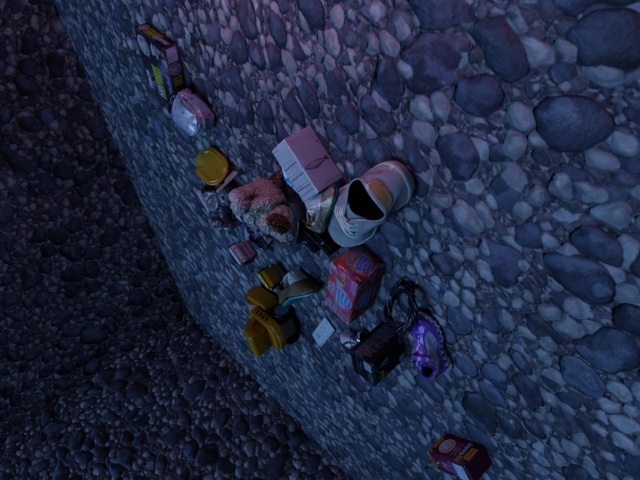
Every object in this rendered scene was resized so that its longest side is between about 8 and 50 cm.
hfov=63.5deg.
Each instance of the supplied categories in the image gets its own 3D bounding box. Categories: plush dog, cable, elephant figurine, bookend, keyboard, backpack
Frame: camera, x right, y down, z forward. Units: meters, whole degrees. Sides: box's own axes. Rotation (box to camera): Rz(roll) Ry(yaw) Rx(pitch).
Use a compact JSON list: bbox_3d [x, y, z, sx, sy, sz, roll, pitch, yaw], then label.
[{"bbox_3d":[-0.158,-0.094,1.740,0.225,0.210,0.262,54,179,14],"label":"plush dog"},{"bbox_3d":[0.242,0.209,1.543,0.185,0.047,0.151,118,143,-46],"label":"cable"},{"bbox_3d":[-0.389,-0.171,2.119,0.185,0.170,0.240,9,134,4],"label":"elephant figurine"},{"bbox_3d":[0.000,0.000,1.736,0.156,0.072,0.157,45,152,19],"label":"bookend"},{"bbox_3d":[0.011,0.398,2.236,0.072,0.014,0.256,49,152,12],"label":"keyboard"},{"bbox_3d":[-0.484,-0.476,1.939,0.182,0.115,0.152,43,144,9],"label":"backpack"}]

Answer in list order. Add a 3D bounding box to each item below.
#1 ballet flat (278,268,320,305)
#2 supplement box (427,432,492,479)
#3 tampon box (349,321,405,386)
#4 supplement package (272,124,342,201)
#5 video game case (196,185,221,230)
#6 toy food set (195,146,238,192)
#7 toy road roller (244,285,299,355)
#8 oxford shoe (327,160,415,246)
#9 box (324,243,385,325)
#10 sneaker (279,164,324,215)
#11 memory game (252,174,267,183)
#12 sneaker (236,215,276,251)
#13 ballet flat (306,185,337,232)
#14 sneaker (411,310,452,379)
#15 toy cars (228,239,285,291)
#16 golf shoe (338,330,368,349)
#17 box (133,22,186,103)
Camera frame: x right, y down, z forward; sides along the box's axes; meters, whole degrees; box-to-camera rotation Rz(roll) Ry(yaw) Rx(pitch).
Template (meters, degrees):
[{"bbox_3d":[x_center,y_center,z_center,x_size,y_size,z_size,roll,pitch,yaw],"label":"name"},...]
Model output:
[{"bbox_3d":[-0.102,0.185,2.103,0.342,0.116,0.124,144,111,-67],"label":"ballet flat"},{"bbox_3d":[0.472,0.741,1.765,0.081,0.104,0.188,61,152,-10],"label":"supplement box"},{"bbox_3d":[0.196,0.383,1.748,0.101,0.161,0.121,28,144,42],"label":"tampon box"},{"bbox_3d":[-0.039,-0.223,1.510,0.179,0.105,0.105,57,151,-4],"label":"supplement package"},{"bbox_3d":[-0.492,-0.149,2.333,0.194,0.023,0.212,62,179,-13],"label":"video game case"},{"bbox_3d":[-0.411,-0.277,2.066,0.218,0.128,0.071,44,-172,26],"label":"toy food set"},{"bbox_3d":[-0.275,0.393,2.446,0.329,0.240,0.203,28,142,43],"label":"toy road roller"},{"bbox_3d":[0.099,-0.080,1.425,0.169,0.130,0.449,53,155,1],"label":"oxford shoe"},{"bbox_3d":[0.106,0.142,1.661,0.122,0.128,0.257,43,150,24],"label":"box"},{"bbox_3d":[-0.042,-0.170,1.598,0.086,0.085,0.237,-26,113,27],"label":"sneaker"},{"bbox_3d":[-0.203,-0.163,1.952,0.186,0.012,0.186,39,149,29],"label":"memory game"},{"bbox_3d":[-0.239,-0.060,2.031,0.153,0.101,0.269,37,157,29],"label":"sneaker"},{"bbox_3d":[-0.004,-0.089,1.523,0.067,0.073,0.206,10,143,-7],"label":"ballet flat"},{"bbox_3d":[0.314,0.324,1.552,0.095,0.104,0.237,7,125,58],"label":"sneaker"},{"bbox_3d":[-0.247,0.093,2.146,0.394,0.087,0.177,49,-172,-47],"label":"toy cars"},{"bbox_3d":[0.145,0.367,1.932,0.198,0.077,0.094,16,120,46],"label":"golf shoe"},{"bbox_3d":[-0.607,-0.665,1.992,0.216,0.060,0.270,40,150,28],"label":"box"}]
